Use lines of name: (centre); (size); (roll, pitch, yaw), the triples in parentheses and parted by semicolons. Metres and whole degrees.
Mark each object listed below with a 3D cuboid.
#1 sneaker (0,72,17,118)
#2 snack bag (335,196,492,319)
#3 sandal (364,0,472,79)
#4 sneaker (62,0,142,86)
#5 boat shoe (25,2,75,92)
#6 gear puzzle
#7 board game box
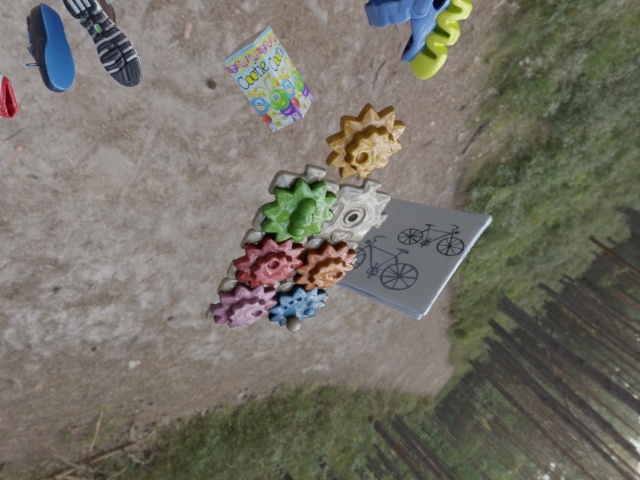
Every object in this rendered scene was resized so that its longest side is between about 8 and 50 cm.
sneaker: (-0.721, -0.261, 0.849); (0.128, 0.087, 0.221); (34, 103, -21)
snack bag: (0.204, 0.017, 1.041); (0.342, 0.323, 0.037); (-47, 132, -27)
sandal: (0.157, -0.377, 0.535); (0.126, 0.138, 0.317); (-74, -173, -50)
sneaker: (-0.603, -0.602, 1.206); (0.107, 0.162, 0.281); (-20, 126, 5)
boat shoe: (-0.745, -0.515, 1.141); (0.089, 0.258, 0.109); (-18, 164, 15)
gear puzzle: (0.000, 0.000, 0.483); (0.176, 0.044, 0.339); (7, 130, -35)
board game box: (-0.166, -0.533, 1.386); (0.275, 0.142, 0.144); (52, 40, -31)
